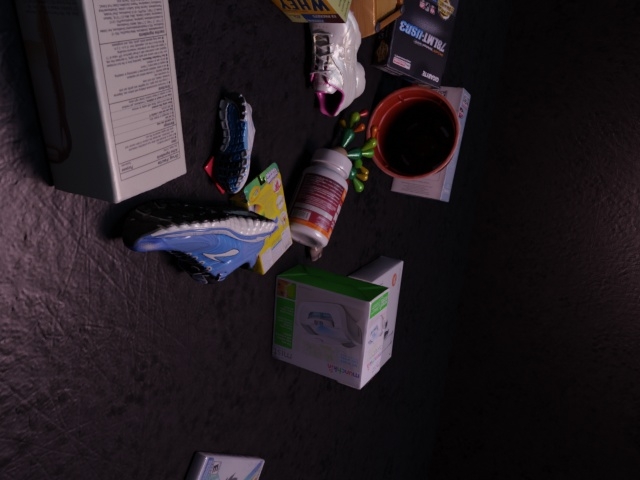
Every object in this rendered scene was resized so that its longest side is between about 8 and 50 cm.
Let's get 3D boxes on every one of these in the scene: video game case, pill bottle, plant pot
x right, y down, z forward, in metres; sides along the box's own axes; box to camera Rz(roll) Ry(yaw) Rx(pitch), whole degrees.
[{"bbox_3d":[-0.262,0.666,1.367,0.300,0.036,0.329,46,61,-60],"label":"video game case"},{"bbox_3d":[-0.005,-0.104,1.425,0.221,0.121,0.121,-69,153,-15],"label":"pill bottle"},{"bbox_3d":[0.305,-0.311,1.822,0.265,0.272,0.272,0,102,-72],"label":"plant pot"}]

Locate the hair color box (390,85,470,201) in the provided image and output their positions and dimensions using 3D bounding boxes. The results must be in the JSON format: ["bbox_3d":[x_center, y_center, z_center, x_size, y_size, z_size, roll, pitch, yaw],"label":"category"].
[{"bbox_3d":[0.377,-0.334,2.008,0.113,0.185,0.375,1,101,-63],"label":"hair color box"}]

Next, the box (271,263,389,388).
[{"bbox_3d":[0.022,0.207,1.467,0.126,0.262,0.231,-23,123,-58],"label":"box"}]

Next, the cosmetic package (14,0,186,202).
[{"bbox_3d":[-0.290,-0.219,0.794,0.153,0.129,0.296,-38,134,-54],"label":"cosmetic package"}]

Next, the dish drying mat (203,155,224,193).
[{"bbox_3d":[-0.202,-0.128,1.148,0.032,0.008,0.083,-65,152,-24],"label":"dish drying mat"}]

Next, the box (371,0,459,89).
[{"bbox_3d":[0.287,-0.628,1.745,0.295,0.073,0.293,4,98,-47],"label":"box"}]

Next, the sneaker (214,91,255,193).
[{"bbox_3d":[-0.156,-0.185,1.142,0.083,0.071,0.191,-2,98,-73],"label":"sneaker"}]

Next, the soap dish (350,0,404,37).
[{"bbox_3d":[0.119,-0.651,1.421,0.229,0.118,0.291,-48,143,-45],"label":"soap dish"}]

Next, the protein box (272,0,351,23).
[{"bbox_3d":[-0.024,-0.568,1.153,0.201,0.136,0.200,17,86,-63],"label":"protein box"}]

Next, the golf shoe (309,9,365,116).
[{"bbox_3d":[0.026,-0.422,1.355,0.140,0.115,0.306,-58,147,-27],"label":"golf shoe"}]

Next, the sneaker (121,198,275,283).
[{"bbox_3d":[-0.210,0.014,1.055,0.330,0.129,0.147,4,105,-55],"label":"sneaker"}]

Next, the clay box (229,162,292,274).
[{"bbox_3d":[-0.128,-0.051,1.281,0.127,0.053,0.222,-49,141,-43],"label":"clay box"}]

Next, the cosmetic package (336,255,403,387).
[{"bbox_3d":[0.171,0.269,1.986,0.284,0.097,0.377,-27,126,-61],"label":"cosmetic package"}]

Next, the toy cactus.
[{"bbox_3d":[0.069,-0.236,1.568,0.180,0.112,0.219,-16,120,-40],"label":"toy cactus"}]

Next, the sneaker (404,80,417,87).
[{"bbox_3d":[0.293,-0.577,1.882,0.128,0.087,0.221,16,88,-46],"label":"sneaker"}]

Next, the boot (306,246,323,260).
[{"bbox_3d":[0.000,0.000,1.585,0.118,0.042,0.087,-38,141,-51],"label":"boot"}]
